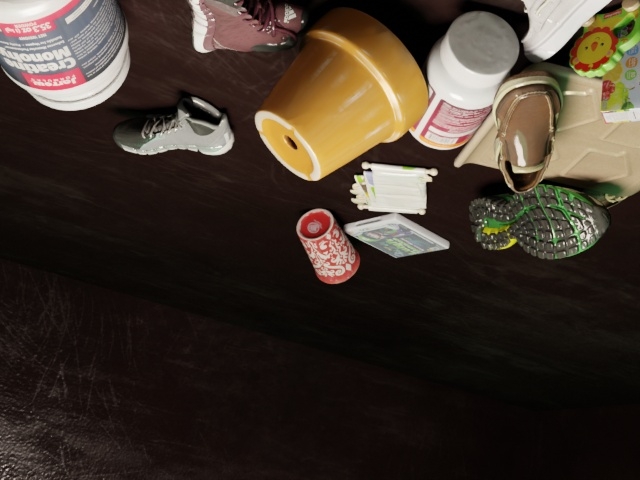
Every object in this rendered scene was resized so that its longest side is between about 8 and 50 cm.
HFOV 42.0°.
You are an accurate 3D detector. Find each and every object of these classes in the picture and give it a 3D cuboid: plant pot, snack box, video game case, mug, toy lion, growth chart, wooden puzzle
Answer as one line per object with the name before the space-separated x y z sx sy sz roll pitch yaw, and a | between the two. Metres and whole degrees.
plant pot | 0.016 -0.192 1.188 0.205 0.188 0.205 39 161 16
snack box | 0.421 -0.224 1.080 0.100 0.141 0.037 -2 156 29
video game case | 0.178 -0.009 1.969 0.190 0.022 0.173 25 156 -36
mug | -0.002 0.008 1.961 0.150 0.113 0.169 10 151 28
toy lion | 0.370 -0.259 1.077 0.034 0.096 0.100 27 154 -38
growth chart | 0.147 -0.104 1.726 0.172 0.021 0.237 9 160 6
wooden puzzle | 0.420 -0.180 1.311 0.348 0.080 0.322 8 161 -7

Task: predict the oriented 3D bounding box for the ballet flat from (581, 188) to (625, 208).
ballet flat | 0.512 -0.065 1.594 0.084 0.058 0.250 16 160 -17

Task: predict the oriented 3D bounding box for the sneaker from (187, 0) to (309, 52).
sneaker | -0.093 -0.333 1.126 0.163 0.106 0.281 7 171 -5

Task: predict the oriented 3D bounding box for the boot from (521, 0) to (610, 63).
boot | 0.278 -0.313 1.018 0.123 0.095 0.258 35 165 -1

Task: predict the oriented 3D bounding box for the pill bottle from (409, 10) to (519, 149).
pill bottle | 0.202 -0.228 1.209 0.121 0.121 0.221 12 160 -5

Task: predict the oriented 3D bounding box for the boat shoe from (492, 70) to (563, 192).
boat shoe | 0.295 -0.141 1.173 0.095 0.095 0.257 -9 160 9

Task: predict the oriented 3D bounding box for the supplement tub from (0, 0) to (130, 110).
supplement tub | -0.376 -0.318 1.148 0.191 0.191 0.272 9 160 5

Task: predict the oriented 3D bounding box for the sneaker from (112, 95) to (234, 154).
sneaker | -0.276 -0.223 1.541 0.229 0.086 0.132 0 156 -2

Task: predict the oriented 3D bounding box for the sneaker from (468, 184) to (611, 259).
sneaker | 0.414 -0.055 1.530 0.146 0.134 0.343 -18 -169 -18
